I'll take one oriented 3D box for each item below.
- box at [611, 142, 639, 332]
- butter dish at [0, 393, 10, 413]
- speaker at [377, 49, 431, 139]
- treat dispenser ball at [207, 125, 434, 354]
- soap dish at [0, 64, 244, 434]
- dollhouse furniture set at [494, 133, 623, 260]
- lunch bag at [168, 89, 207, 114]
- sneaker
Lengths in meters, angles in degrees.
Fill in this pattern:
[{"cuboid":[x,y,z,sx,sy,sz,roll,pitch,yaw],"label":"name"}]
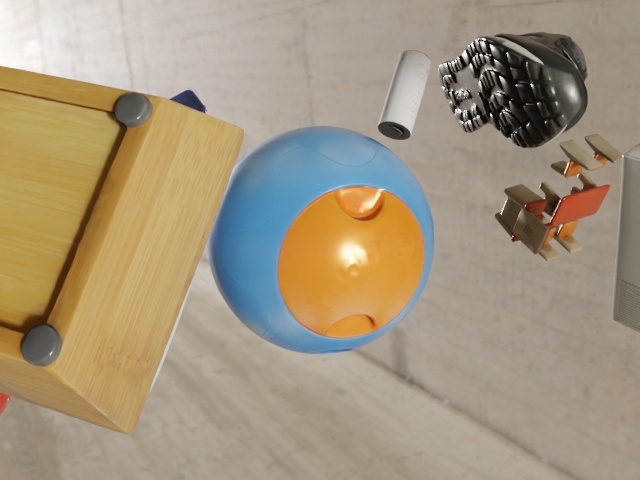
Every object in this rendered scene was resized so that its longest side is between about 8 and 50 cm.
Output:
[{"cuboid":[0.467,0.001,1.029,0.113,0.094,0.275,29,-41,43],"label":"box"},{"cuboid":[-0.498,0.186,1.060,0.160,0.160,0.118,-46,-172,24],"label":"butter dish"},{"cuboid":[0.132,-0.226,1.199,0.055,0.055,0.136,-27,-138,63],"label":"speaker"},{"cuboid":[0.000,0.000,0.979,0.288,0.288,0.288,32,-53,57],"label":"treat dispenser ball"},{"cuboid":[-0.228,-0.017,0.547,0.118,0.291,0.228,61,45,-67],"label":"soap dish"},{"cuboid":[0.511,-0.064,1.628,0.135,0.259,0.262,51,-36,37],"label":"dollhouse furniture set"},{"cuboid":[-0.266,-0.240,1.495,0.067,0.098,0.065,55,-17,19],"label":"lunch bag"},{"cuboid":[0.209,-0.169,0.749,0.283,0.124,0.107,-116,-178,-75],"label":"sneaker"}]
